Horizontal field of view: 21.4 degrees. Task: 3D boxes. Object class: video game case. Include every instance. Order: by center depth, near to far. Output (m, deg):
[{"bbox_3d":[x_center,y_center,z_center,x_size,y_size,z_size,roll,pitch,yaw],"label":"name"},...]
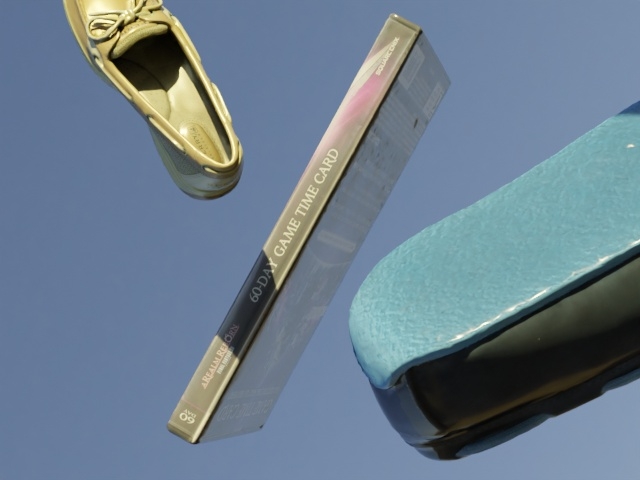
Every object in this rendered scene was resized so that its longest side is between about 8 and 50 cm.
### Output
[{"bbox_3d":[0.000,0.000,1.067,0.274,0.026,0.196,-60,-10,1],"label":"video game case"}]

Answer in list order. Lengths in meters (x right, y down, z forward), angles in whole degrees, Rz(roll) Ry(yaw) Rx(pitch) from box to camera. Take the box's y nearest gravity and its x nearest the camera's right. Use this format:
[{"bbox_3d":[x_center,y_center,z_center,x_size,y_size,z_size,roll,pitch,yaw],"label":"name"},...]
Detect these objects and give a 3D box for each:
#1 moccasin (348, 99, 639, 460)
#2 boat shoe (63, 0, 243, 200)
[{"bbox_3d":[0.176,0.003,0.886,0.342,0.138,0.117,-22,-49,-4],"label":"moccasin"},{"bbox_3d":[-0.090,-0.094,0.926,0.056,0.153,0.048,-27,-10,-17],"label":"boat shoe"}]
